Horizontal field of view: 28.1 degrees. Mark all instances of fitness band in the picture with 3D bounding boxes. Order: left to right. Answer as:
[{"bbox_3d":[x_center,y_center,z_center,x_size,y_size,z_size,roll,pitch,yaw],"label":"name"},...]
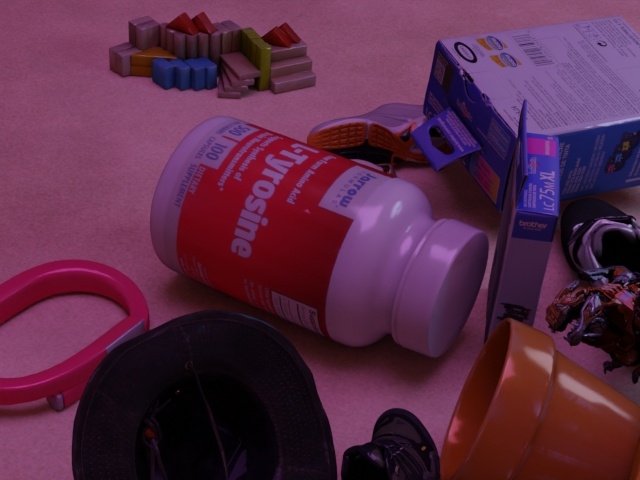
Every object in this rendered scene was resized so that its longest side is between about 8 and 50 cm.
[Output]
[{"bbox_3d":[-0.349,0.119,1.636,0.209,0.054,0.291,23,39,29],"label":"fitness band"}]

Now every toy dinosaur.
[{"bbox_3d":[0.429,0.097,1.537,0.322,0.164,0.218,-19,48,-15],"label":"toy dinosaur"}]

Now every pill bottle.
[{"bbox_3d":[0.000,0.000,1.680,0.408,0.229,0.229,21,39,23],"label":"pill bottle"}]

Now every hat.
[{"bbox_3d":[-0.144,0.240,1.395,0.331,0.331,0.134,-33,6,-40],"label":"hat"}]

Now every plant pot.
[{"bbox_3d":[0.260,0.217,1.453,0.188,0.205,0.205,23,37,-1],"label":"plant pot"}]

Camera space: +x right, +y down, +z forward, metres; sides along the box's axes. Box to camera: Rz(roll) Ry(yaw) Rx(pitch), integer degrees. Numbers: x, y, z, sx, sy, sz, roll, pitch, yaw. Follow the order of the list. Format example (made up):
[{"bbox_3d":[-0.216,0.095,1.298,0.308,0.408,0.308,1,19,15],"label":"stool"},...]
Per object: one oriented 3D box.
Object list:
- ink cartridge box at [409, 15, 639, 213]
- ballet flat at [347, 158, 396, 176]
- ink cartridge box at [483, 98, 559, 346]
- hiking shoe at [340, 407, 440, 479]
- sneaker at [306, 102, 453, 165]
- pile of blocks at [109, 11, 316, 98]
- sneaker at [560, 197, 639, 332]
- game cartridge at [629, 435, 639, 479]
[{"bbox_3d":[0.338,-0.195,1.936,0.396,0.151,0.270,-10,43,-21],"label":"ink cartridge box"},{"bbox_3d":[0.018,-0.096,1.954,0.206,0.067,0.073,-2,36,-8],"label":"ballet flat"},{"bbox_3d":[0.260,-0.002,1.639,0.065,0.311,0.185,7,36,5],"label":"ink cartridge box"},{"bbox_3d":[0.075,0.252,1.419,0.086,0.114,0.227,-18,32,18],"label":"hiking shoe"},{"bbox_3d":[0.090,-0.170,2.058,0.262,0.099,0.121,-5,28,-25],"label":"sneaker"},{"bbox_3d":[-0.188,-0.332,2.225,0.362,0.112,0.149,0,36,-5],"label":"pile of blocks"},{"bbox_3d":[0.408,0.011,1.761,0.122,0.146,0.330,-22,35,3],"label":"sneaker"},{"bbox_3d":[0.488,0.276,1.339,0.324,0.052,0.285,17,73,4],"label":"game cartridge"}]
